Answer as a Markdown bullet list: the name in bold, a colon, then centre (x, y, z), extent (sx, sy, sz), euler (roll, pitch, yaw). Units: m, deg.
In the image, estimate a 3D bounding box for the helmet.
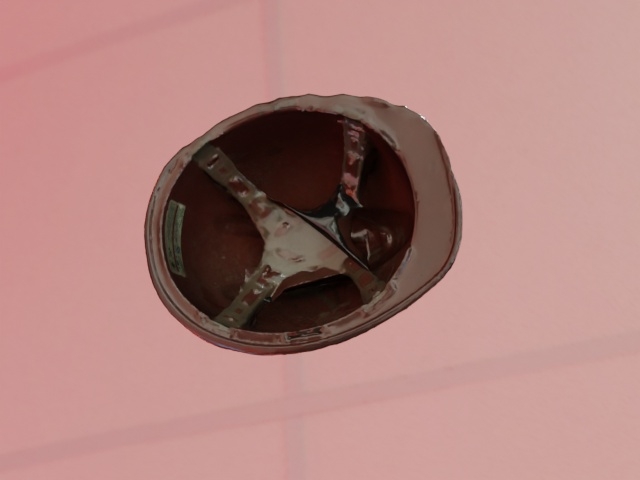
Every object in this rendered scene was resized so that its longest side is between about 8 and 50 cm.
- **helmet**: centre (0.000, 0.000, 0.527), extent (0.111, 0.057, 0.089), euler (-10, -108, 14)
